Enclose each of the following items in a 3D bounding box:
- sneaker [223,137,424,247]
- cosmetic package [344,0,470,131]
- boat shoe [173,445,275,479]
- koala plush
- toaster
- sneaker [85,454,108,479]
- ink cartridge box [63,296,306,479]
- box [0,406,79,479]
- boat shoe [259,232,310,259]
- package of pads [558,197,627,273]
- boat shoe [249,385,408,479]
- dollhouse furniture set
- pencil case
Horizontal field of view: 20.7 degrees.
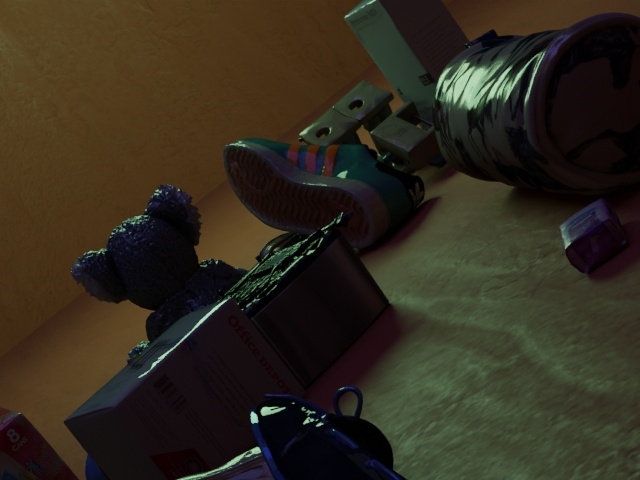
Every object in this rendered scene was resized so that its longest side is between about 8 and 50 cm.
[{"bbox_3d":[0.004,-0.072,2.237,0.121,0.108,0.302,-27,35,-35],"label":"sneaker"},{"bbox_3d":[0.143,-0.237,2.323,0.085,0.231,0.117,-41,10,-22],"label":"cosmetic package"},{"bbox_3d":[-0.097,0.234,1.468,0.190,0.068,0.072,-34,22,21],"label":"boat shoe"},{"bbox_3d":[-0.172,0.057,2.098,0.196,0.221,0.203,-39,10,-12],"label":"koala plush"},{"bbox_3d":[-0.036,0.078,1.840,0.168,0.110,0.186,-44,11,-33],"label":"toaster"},{"bbox_3d":[-0.205,0.227,1.867,0.090,0.081,0.232,-36,2,23],"label":"sneaker"},{"bbox_3d":[-0.132,0.164,1.723,0.176,0.128,0.127,-42,10,-31],"label":"ink cartridge box"},{"bbox_3d":[-0.378,0.287,1.993,0.154,0.142,0.300,-39,10,-16],"label":"box"},{"bbox_3d":[0.000,0.000,2.274,0.060,0.064,0.178,24,50,40],"label":"boat shoe"},{"bbox_3d":[0.232,-0.005,1.494,0.050,0.032,0.083,-38,9,13],"label":"package of pads"},{"bbox_3d":[0.019,0.175,1.279,0.089,0.109,0.258,-31,25,-5],"label":"boat shoe"},{"bbox_3d":[0.089,-0.105,2.339,0.129,0.129,0.184,-41,40,-17],"label":"dollhouse furniture set"},{"bbox_3d":[0.236,-0.139,1.738,0.183,0.160,0.410,-53,10,-3],"label":"pencil case"}]
